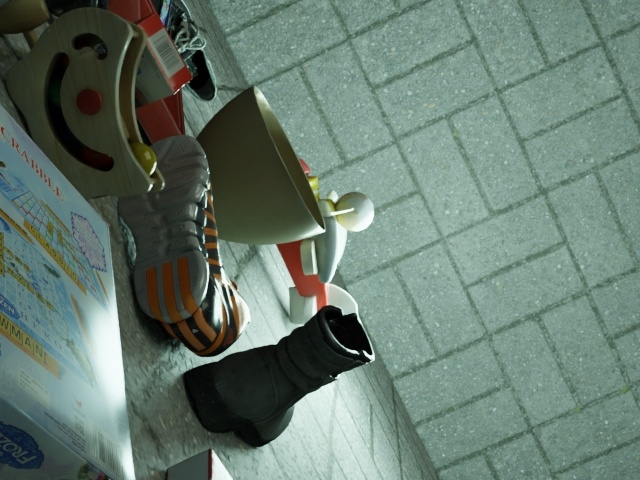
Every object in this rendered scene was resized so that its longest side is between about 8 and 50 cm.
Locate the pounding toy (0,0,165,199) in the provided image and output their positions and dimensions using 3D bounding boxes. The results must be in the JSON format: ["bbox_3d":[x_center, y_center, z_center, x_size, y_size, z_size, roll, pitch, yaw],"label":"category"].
[{"bbox_3d":[-0.255,-0.175,1.054,0.155,0.154,0.270,-52,116,-83],"label":"pounding toy"}]

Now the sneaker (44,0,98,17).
[{"bbox_3d":[-0.386,-0.432,1.239,0.276,0.097,0.135,60,10,-25],"label":"sneaker"}]

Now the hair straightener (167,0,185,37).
[{"bbox_3d":[-0.296,-0.444,1.750,0.089,0.047,0.231,14,82,-35],"label":"hair straightener"}]

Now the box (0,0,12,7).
[{"bbox_3d":[-0.355,-0.409,1.037,0.113,0.094,0.275,43,37,-46],"label":"box"}]

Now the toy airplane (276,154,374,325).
[{"bbox_3d":[0.000,0.000,1.968,0.384,0.272,0.386,59,8,-47],"label":"toy airplane"}]

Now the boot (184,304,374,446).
[{"bbox_3d":[-0.024,0.186,1.237,0.118,0.222,0.338,65,6,12],"label":"boot"}]

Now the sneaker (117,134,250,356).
[{"bbox_3d":[-0.178,0.017,1.211,0.180,0.124,0.321,64,15,-50],"label":"sneaker"}]

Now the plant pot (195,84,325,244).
[{"bbox_3d":[-0.137,-0.106,1.608,0.284,0.190,0.284,-25,90,-84],"label":"plant pot"}]

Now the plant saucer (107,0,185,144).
[{"bbox_3d":[-0.281,-0.293,1.495,0.258,0.047,0.259,69,10,-55],"label":"plant saucer"}]

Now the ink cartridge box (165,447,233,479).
[{"bbox_3d":[-0.101,0.296,0.919,0.135,0.056,0.099,61,6,-25],"label":"ink cartridge box"}]

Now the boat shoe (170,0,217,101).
[{"bbox_3d":[-0.295,-0.405,1.856,0.105,0.113,0.306,51,-14,40],"label":"boat shoe"}]

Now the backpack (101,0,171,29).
[{"bbox_3d":[-0.338,-0.454,1.639,0.158,0.116,0.173,12,82,-67],"label":"backpack"}]

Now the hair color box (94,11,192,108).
[{"bbox_3d":[-0.253,-0.207,1.127,0.093,0.167,0.053,62,36,-20],"label":"hair color box"}]

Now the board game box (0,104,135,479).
[{"bbox_3d":[-0.260,0.010,0.684,0.319,0.065,0.318,58,9,-44],"label":"board game box"}]
